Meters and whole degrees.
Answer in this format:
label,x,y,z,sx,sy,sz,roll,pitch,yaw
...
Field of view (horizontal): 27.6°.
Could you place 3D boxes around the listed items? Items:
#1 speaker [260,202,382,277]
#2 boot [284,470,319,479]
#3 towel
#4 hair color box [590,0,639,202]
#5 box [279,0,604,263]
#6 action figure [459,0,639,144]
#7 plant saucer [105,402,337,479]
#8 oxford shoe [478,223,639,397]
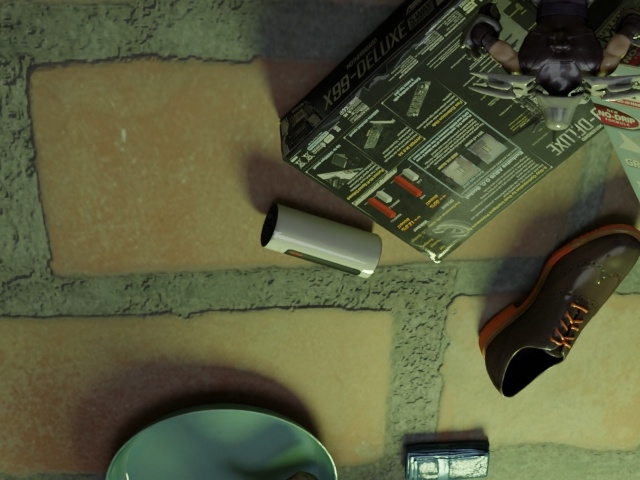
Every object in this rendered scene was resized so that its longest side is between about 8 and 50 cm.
label,x,y,z,sx,sy,sz,roll,pitch,yaw
speaker,0.000,0.000,1.523,0.136,0.055,0.055,17,127,-19
boot,-0.065,0.337,1.763,0.114,0.037,0.106,-31,139,25
towel,0.178,0.312,1.824,0.119,0.029,0.067,-3,132,-3
hair color box,0.421,-0.111,1.371,0.185,0.113,0.374,-48,128,-16
box,0.146,-0.140,1.400,0.242,0.077,0.307,32,121,-28
action figure,0.225,-0.230,1.208,0.185,0.099,0.285,2,86,0
plant saucer,-0.136,0.326,1.800,0.317,0.044,0.318,-3,130,-3
oxford shoe,0.303,0.091,1.597,0.096,0.098,0.271,23,125,-23
